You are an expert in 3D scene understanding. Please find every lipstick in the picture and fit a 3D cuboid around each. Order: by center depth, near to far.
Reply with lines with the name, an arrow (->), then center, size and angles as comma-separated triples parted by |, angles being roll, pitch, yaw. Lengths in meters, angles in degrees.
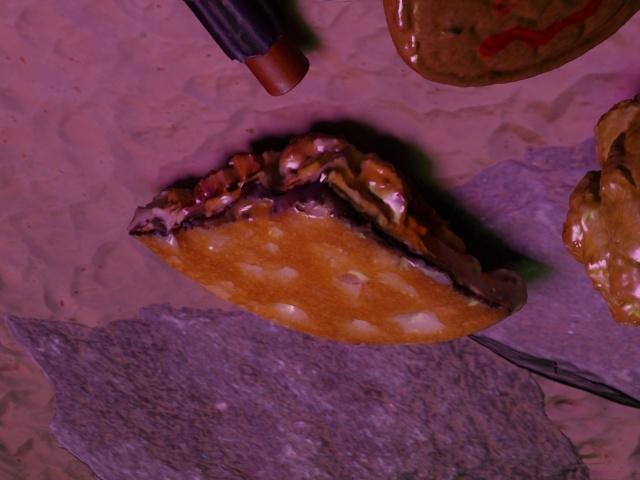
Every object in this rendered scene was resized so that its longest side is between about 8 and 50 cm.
lipstick -> -0.104, -0.241, 1.736 | 0.081, 0.081, 0.300 | -11, 131, 36

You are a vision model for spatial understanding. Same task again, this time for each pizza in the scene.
pizza -> 0.000, 0.000, 1.958 | 0.408, 0.114, 0.278 | 7, 142, 17

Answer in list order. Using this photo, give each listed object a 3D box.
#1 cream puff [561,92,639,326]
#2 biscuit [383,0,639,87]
cream puff -> 0.329, -0.018, 1.692 | 0.244, 0.244, 0.196 | 41, 152, -24
biscuit -> 0.166, -0.237, 1.492 | 0.049, 0.273, 0.257 | 44, 158, 45
